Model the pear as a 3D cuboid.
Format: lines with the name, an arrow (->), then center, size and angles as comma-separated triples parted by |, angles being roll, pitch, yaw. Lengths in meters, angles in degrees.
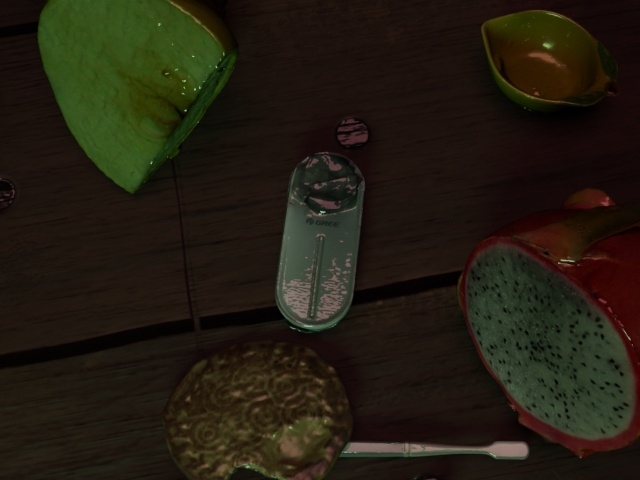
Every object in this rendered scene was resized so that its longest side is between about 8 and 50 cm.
pear -> -0.247, -0.242, 1.232 | 0.239, 0.288, 0.139 | 36, 39, -7

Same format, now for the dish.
dish -> 0.310, -0.233, 1.302 | 0.207, 0.080, 0.149 | 34, 70, 14

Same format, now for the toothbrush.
toothbrush -> 0.083, 0.255, 1.152 | 0.342, 0.030, 0.025 | 0, 69, 2

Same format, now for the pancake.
pancake -> -0.076, 0.215, 1.152 | 0.235, 0.029, 0.212 | 9, 56, 9

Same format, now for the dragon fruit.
dragon fruit -> 0.328, 0.077, 1.085 | 0.225, 0.305, 0.305 | -26, 70, -24

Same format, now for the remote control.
remote control -> 0.000, 0.000, 1.238 | 0.104, 0.052, 0.247 | 7, 70, 3

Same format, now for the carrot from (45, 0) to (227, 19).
carrot -> -0.275, -0.413, 1.300 | 0.340, 0.241, 0.242 | 5, 70, 1
